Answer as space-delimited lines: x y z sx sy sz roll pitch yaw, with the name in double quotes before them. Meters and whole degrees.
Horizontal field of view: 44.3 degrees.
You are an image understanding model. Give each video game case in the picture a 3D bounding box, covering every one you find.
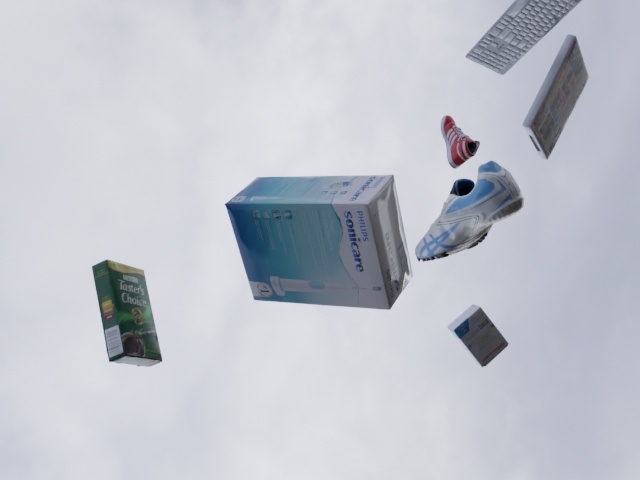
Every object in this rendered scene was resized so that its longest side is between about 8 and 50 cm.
"video game case" 0.372 -0.221 1.235 0.157 0.019 0.143 -63 -30 -2

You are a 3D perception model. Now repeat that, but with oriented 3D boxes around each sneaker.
"sneaker" 0.283 -0.211 1.589 0.042 0.118 0.067 8 -25 -37
"sneaker" 0.203 -0.035 1.126 0.085 0.086 0.237 -17 -16 -29

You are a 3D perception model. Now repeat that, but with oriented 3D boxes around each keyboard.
"keyboard" 0.296 -0.315 1.160 0.072 0.256 0.014 18 -107 -9

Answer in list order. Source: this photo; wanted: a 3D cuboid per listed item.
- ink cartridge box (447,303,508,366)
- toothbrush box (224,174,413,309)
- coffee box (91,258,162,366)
"ink cartridge box" 0.379 0.229 1.893 0.088 0.052 0.122 -40 -80 -7
"toothbrush box" 0.000 0.000 1.448 0.126 0.295 0.216 -47 -50 -49
"coffee box" -0.346 0.131 1.409 0.040 0.184 0.113 -23 -22 18
